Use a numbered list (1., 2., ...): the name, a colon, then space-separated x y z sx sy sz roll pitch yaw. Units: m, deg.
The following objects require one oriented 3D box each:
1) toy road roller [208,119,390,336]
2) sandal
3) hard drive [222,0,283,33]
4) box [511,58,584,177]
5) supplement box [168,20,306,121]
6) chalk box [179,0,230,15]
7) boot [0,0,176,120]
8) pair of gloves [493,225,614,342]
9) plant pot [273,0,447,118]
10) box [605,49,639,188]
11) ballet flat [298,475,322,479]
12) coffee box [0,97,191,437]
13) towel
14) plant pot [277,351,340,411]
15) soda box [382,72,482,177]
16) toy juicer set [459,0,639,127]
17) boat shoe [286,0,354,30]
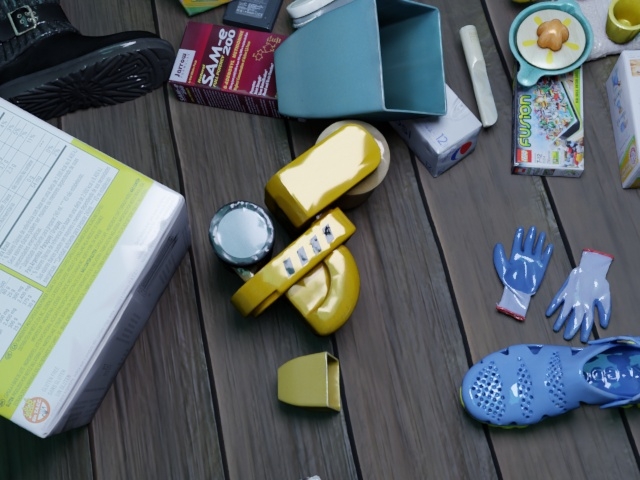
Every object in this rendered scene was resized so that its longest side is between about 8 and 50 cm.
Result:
1. toy road roller: 0.000 0.000 1.164 0.330 0.202 0.240 -40 87 -8
2. sandal: 0.359 0.195 1.095 0.318 0.138 0.126 -12 73 2
3. hard drive: -0.116 -0.453 1.410 0.094 0.022 0.135 15 73 10
4. box: 0.382 -0.209 1.281 0.114 0.036 0.206 3 72 6
5. supplement box: -0.130 -0.297 1.333 0.240 0.073 0.130 10 73 9
6. chalk box: -0.173 -0.521 1.359 0.213 0.132 0.132 -18 65 10
7. boot: -0.445 -0.373 1.352 0.348 0.131 0.260 -14 71 0
8. pair of gloves: 0.363 0.065 1.198 0.198 0.023 0.159 19 72 10
9. plant pot: 0.047 -0.261 1.177 0.234 0.166 0.165 -4 92 41
10. box: 0.544 -0.195 1.228 0.114 0.103 0.203 -2 71 4
11. ballet flat: -0.028 0.456 1.068 0.077 0.091 0.240 23 77 -12
12. coffee box: -0.411 0.039 1.067 0.335 0.337 0.338 28 76 -2
13. towel: 0.504 -0.453 1.348 0.187 0.049 0.282 -10 71 2
14. plant pot: -0.020 0.217 1.148 0.083 0.081 0.081 -6 71 13
15. soda box: 0.145 -0.252 1.282 0.091 0.098 0.286 -34 71 -7
16. toy juicer set: 0.358 -0.359 1.262 0.329 0.089 0.209 -31 73 -2
17. boat shoe: 0.096 -0.436 1.367 0.320 0.116 0.099 -27 114 -12
